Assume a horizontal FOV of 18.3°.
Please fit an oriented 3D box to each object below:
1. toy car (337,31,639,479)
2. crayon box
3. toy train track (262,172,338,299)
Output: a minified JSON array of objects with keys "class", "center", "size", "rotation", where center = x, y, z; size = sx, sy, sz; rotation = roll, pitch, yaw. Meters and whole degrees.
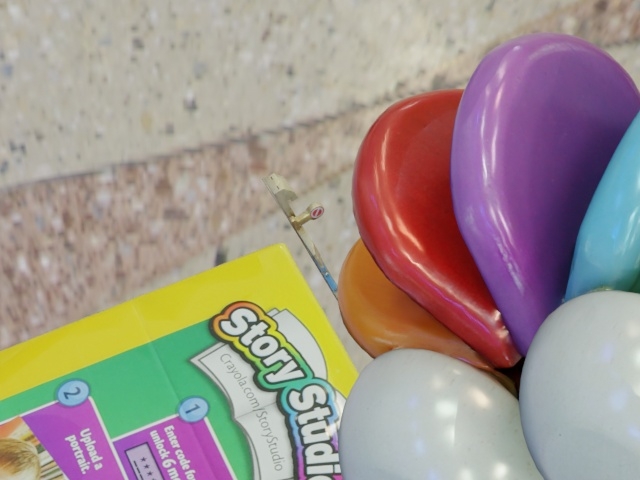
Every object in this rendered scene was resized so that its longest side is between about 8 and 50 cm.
[{"class":"toy car","center":[0.077,0.004,0.590],"size":[0.159,0.182,0.136],"rotation":[-42,104,-38]},{"class":"crayon box","center":[-0.087,0.203,1.060],"size":[0.313,0.106,0.363],"rotation":[-21,50,-11]},{"class":"toy train track","center":[0.000,0.000,0.769],"size":[0.014,0.083,0.048],"rotation":[-32,49,-2]}]
